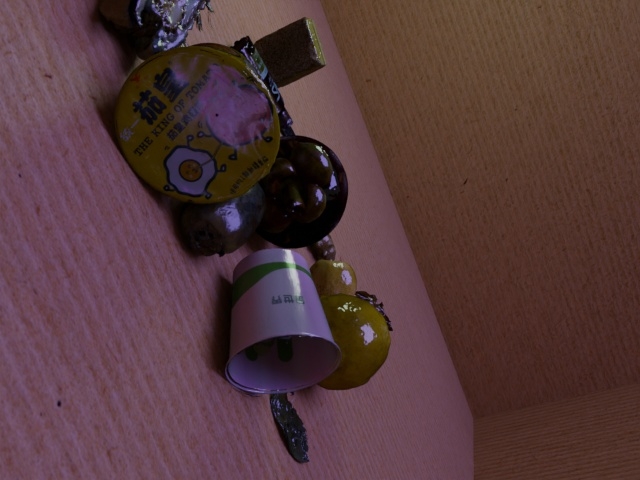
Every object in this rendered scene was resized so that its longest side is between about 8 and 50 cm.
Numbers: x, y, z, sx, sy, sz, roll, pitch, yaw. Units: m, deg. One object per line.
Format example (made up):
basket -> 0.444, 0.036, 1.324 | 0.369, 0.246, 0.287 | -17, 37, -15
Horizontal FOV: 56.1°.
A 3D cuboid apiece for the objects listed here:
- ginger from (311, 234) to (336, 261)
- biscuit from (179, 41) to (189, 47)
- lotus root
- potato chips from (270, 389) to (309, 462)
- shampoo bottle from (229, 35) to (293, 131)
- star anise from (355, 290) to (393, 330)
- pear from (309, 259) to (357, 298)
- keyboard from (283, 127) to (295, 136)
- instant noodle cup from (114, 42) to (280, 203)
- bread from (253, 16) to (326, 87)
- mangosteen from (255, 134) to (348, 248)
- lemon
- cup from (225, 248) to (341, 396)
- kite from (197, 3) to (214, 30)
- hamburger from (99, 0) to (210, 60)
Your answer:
ginger -> -0.004, -0.006, 2.069 | 0.206, 0.081, 0.115 | 64, -14, 4
biscuit -> -0.345, -0.443, 1.565 | 0.215, 0.034, 0.182 | 49, 28, -49
lotus root -> -0.216, -0.073, 1.385 | 0.160, 0.151, 0.275 | 60, 20, -21
potato chips -> -0.070, 0.456, 1.497 | 0.142, 0.026, 0.209 | 7, 66, -73
shampoo bottle -> -0.194, -0.510, 2.004 | 0.129, 0.084, 0.323 | -82, 149, -49
star anise -> 0.154, 0.298, 2.149 | 0.237, 0.148, 0.347 | 29, 43, -33
pear -> 0.034, 0.145, 1.904 | 0.178, 0.177, 0.178 | -19, 90, -72
keyboard -> -0.137, -0.428, 2.198 | 0.106, 0.016, 0.262 | -84, 151, -52
instant noodle cup -> -0.246, -0.273, 1.285 | 0.254, 0.325, 0.326 | -96, 161, -62
bread -> -0.111, -0.671, 2.164 | 0.110, 0.234, 0.184 | -18, 90, -70
mangosteen -> -0.071, -0.130, 1.599 | 0.347, 0.306, 0.307 | -101, 171, -87
lemon -> 0.064, 0.278, 1.673 | 0.316, 0.285, 0.286 | -4, 74, -42
cup -> -0.099, 0.176, 1.368 | 0.253, 0.253, 0.274 | 50, 20, -48
kite -> -0.371, -0.726, 1.819 | 0.198, 0.006, 0.245 | 37, 38, -61
hamburger -> -0.377, -0.527, 1.342 | 0.168, 0.192, 0.288 | 46, 55, -42
